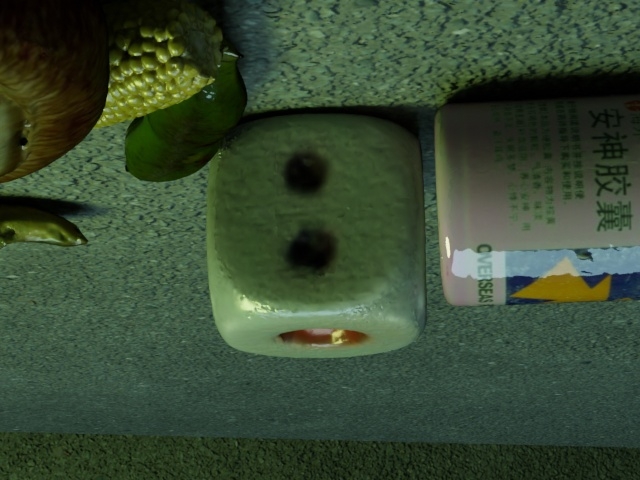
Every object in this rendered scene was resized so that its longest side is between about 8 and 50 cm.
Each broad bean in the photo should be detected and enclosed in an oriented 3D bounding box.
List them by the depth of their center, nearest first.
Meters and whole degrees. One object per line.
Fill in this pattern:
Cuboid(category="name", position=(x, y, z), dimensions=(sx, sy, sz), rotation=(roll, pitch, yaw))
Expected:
Cuboid(category="broad bean", position=(-0.109, -0.102, 1.156), dimensions=(0.077, 0.061, 0.339), rotation=(21, 158, -12))

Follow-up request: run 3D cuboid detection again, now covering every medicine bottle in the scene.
Cuboid(category="medicine bottle", position=(0.244, -0.035, 1.196), dimensions=(0.291, 0.178, 0.178), rotation=(-2, 164, 6))

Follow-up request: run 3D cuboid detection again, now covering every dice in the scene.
Cuboid(category="dice", position=(0.000, 0.000, 1.284), dimensions=(0.194, 0.191, 0.193), rotation=(-1, 165, 5))

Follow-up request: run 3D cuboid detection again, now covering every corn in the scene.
Cuboid(category="corn", position=(-0.184, -0.120, 1.028), dimensions=(0.260, 0.091, 0.091), rotation=(-7, 126, 33))

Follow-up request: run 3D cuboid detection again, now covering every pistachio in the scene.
Cuboid(category="pistachio", position=(-0.329, -0.016, 1.463), dimensions=(0.173, 0.049, 0.089), rotation=(-1, -174, -4))

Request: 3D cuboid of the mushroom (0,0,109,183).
Cuboid(category="mushroom", position=(-0.291, -0.088, 0.848), dimensions=(0.346, 0.259, 0.345), rotation=(-1, 168, 0))
